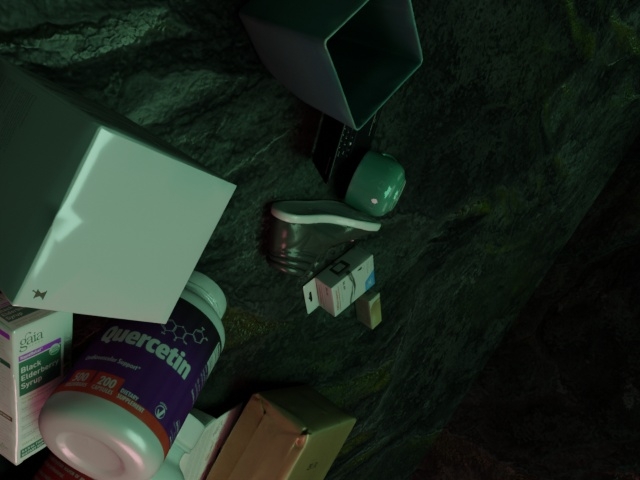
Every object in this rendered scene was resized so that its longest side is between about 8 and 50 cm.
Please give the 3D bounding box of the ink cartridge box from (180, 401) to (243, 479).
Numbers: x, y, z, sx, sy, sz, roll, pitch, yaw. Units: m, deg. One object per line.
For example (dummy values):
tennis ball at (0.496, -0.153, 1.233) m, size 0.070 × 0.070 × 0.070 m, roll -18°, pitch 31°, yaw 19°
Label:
ink cartridge box at (-0.290, 0.502, 1.262) m, size 0.261 × 0.066 × 0.296 m, roll -11°, pitch 122°, yaw -73°

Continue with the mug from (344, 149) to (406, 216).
mug at (0.130, -0.128, 1.264) m, size 0.157 × 0.097 × 0.129 m, roll -61°, pitch 169°, yaw -10°

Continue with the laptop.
laptop at (0.083, -0.239, 1.127) m, size 0.264 × 0.137 × 0.234 m, roll -6°, pitch 120°, yaw -48°

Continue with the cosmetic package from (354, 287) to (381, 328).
cosmetic package at (0.124, 0.173, 1.545) m, size 0.041 × 0.060 × 0.115 m, roll -38°, pitch 141°, yaw -27°

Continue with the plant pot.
plant pot at (0.000, -0.312, 0.889) m, size 0.165 × 0.234 × 0.165 m, roll -48°, pitch 144°, yaw -15°

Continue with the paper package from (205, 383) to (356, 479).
paper package at (-0.096, 0.512, 1.382) m, size 0.309 × 0.168 × 0.325 m, roll -61°, pitch 157°, yaw 2°

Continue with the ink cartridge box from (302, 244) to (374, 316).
ink cartridge box at (0.047, 0.106, 1.401) m, size 0.180 × 0.060 × 0.104 m, roll -37°, pitch 140°, yaw -28°

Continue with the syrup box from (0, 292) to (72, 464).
syrup box at (-0.428, 0.189, 0.846) m, size 0.093 × 0.096 × 0.236 m, roll -30°, pitch 138°, yaw -57°

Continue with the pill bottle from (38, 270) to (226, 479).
pill bottle at (-0.265, 0.191, 0.909) m, size 0.323 × 0.182 × 0.181 m, roll -67°, pitch 160°, yaw -49°

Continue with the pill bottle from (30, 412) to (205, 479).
pill bottle at (-0.374, 0.447, 0.968) m, size 0.407 × 0.229 × 0.229 m, roll -59°, pitch 147°, yaw -25°

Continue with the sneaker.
sneaker at (0.000, 0.000, 1.239) m, size 0.296 × 0.105 × 0.146 m, roll -1°, pitch 117°, yaw -44°

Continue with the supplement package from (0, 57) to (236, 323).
supplement package at (-0.286, -0.057, 0.706) m, size 0.198 × 0.263 × 0.199 m, roll 21°, pitch 99°, yaw -54°
